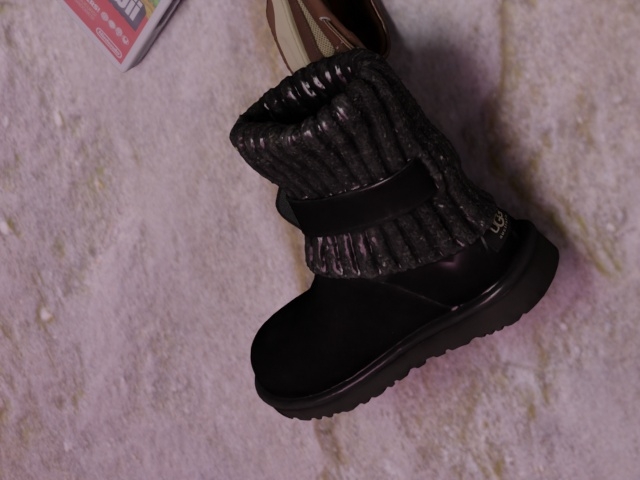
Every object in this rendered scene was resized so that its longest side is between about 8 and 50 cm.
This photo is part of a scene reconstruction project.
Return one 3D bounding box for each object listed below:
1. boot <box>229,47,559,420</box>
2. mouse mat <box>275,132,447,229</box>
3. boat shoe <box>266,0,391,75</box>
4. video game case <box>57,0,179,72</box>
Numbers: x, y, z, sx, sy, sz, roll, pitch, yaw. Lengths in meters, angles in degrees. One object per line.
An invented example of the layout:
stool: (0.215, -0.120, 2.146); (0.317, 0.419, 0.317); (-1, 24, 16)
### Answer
boot: (0.002, -0.003, 1.523); (0.260, 0.131, 0.348); (41, 130, -22)
mouse mat: (0.034, -0.055, 1.603); (0.152, 0.007, 0.190); (33, 134, 19)
boat shoe: (-0.013, -0.248, 1.454); (0.095, 0.095, 0.257); (-3, 128, 38)
video game case: (-0.188, -0.298, 1.592); (0.204, 0.025, 0.285); (48, 142, 4)
